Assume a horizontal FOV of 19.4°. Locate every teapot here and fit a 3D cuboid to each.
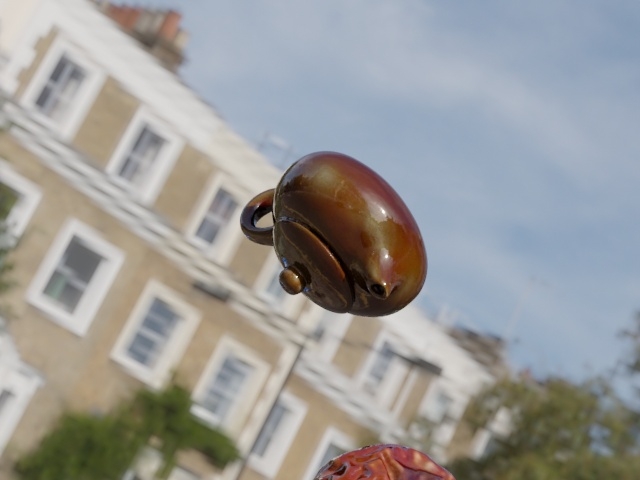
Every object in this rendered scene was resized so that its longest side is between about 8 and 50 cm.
[{"bbox_3d":[0.000,0.000,1.823,0.252,0.135,0.178,21,-41,48],"label":"teapot"}]

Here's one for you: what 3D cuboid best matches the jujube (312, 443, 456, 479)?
[{"bbox_3d":[0.016,0.196,1.051,0.109,0.176,0.112,46,32,25],"label":"jujube"}]
